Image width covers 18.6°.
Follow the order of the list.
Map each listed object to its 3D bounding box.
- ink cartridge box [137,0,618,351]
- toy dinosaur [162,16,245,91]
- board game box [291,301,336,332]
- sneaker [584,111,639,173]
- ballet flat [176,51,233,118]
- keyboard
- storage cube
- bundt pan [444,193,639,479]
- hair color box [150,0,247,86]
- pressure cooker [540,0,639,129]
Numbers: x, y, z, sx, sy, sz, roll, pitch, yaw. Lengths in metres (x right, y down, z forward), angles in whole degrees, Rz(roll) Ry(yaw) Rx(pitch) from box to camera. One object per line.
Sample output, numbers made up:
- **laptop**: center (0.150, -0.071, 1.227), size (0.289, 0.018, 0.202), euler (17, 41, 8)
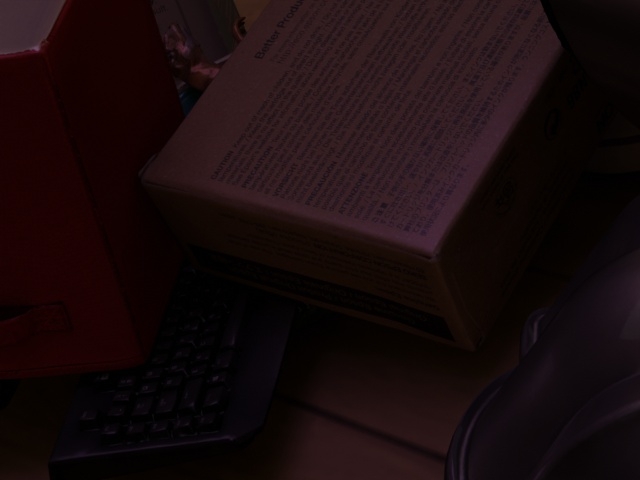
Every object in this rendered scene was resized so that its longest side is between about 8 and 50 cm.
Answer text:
- **ink cartridge box**: center (0.048, -0.072, 1.070), size (0.193, 0.088, 0.234), euler (16, 59, 33)
- **toy dinosaur**: center (-0.015, -0.087, 1.222), size (0.112, 0.064, 0.211), euler (-41, 45, -18)
- **board game box**: center (0.000, 0.000, 1.170), size (0.260, 0.030, 0.136), euler (-24, 26, -3)
- **sneaker**: center (0.147, -0.151, 1.188), size (0.102, 0.161, 0.282), euler (-24, 29, -6)
- **ballet flat**: center (-0.003, -0.108, 1.324), size (0.248, 0.086, 0.086), euler (-25, 28, -8)
- **keyboard**: center (-0.104, 0.033, 1.127), size (0.201, 0.033, 0.317), euler (-14, 28, 16)
- **storage cube**: center (-0.188, -0.052, 1.082), size (0.184, 0.193, 0.215), euler (-7, 32, 13)
- **bundt pan**: center (0.208, 0.085, 0.596), size (0.331, 0.124, 0.331), euler (8, 46, -9)
- **hair color box**: center (-0.199, -0.250, 1.377), size (0.185, 0.374, 0.113), euler (-17, 28, 9)
- **pressure cooker**: center (0.322, -0.153, 0.845), size (0.375, 0.370, 0.420), euler (-33, 26, -12)
